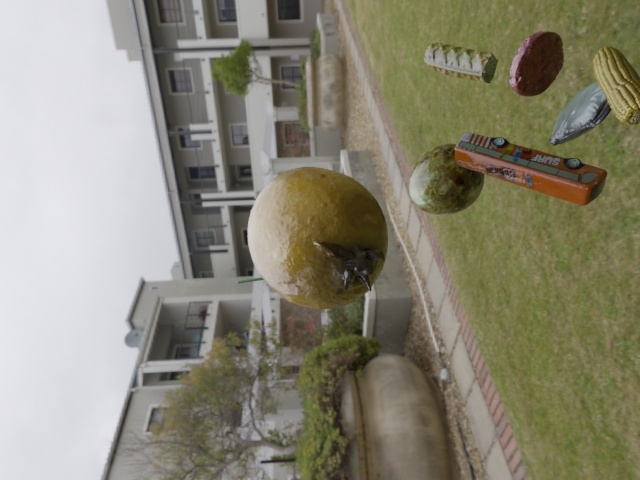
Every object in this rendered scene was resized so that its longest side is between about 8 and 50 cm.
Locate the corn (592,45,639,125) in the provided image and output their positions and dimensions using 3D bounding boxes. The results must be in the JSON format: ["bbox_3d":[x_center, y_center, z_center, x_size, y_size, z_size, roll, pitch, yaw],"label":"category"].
[{"bbox_3d":[0.701,-0.363,1.062,0.080,0.080,0.231,90,180,-55],"label":"corn"}]

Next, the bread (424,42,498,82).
[{"bbox_3d":[0.468,-0.608,1.549,0.098,0.269,0.087,25,-83,-51],"label":"bread"}]

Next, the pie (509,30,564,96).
[{"bbox_3d":[0.611,-0.494,1.283,0.049,0.182,0.182,-130,31,-49],"label":"pie"}]

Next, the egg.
[{"bbox_3d":[0.419,-0.202,1.541,0.238,0.289,0.238,26,129,38],"label":"egg"}]

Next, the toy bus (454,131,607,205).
[{"bbox_3d":[0.584,-0.213,1.304,0.092,0.408,0.093,-49,-37,-18],"label":"toy bus"}]

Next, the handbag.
[{"bbox_3d":[0.847,-0.418,1.467,0.192,0.075,0.332,-64,-3,3],"label":"handbag"}]

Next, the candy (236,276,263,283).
[{"bbox_3d":[-0.099,0.098,1.326,0.078,0.287,0.084,94,167,-49],"label":"candy"}]

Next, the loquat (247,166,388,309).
[{"bbox_3d":[0.000,0.000,0.748,0.244,0.243,0.244,178,90,-88],"label":"loquat"}]
